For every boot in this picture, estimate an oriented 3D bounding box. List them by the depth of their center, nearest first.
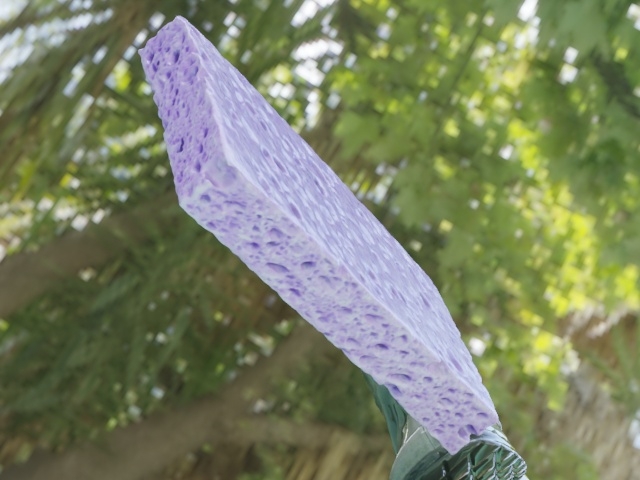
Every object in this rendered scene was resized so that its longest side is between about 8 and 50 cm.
[{"bbox_3d":[0.053,0.097,1.060,0.161,0.083,0.246,59,3,17],"label":"boot"}]

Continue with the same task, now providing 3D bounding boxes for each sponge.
[{"bbox_3d":[0.000,0.000,0.772,0.031,0.117,0.210,-36,-50,12],"label":"sponge"}]
